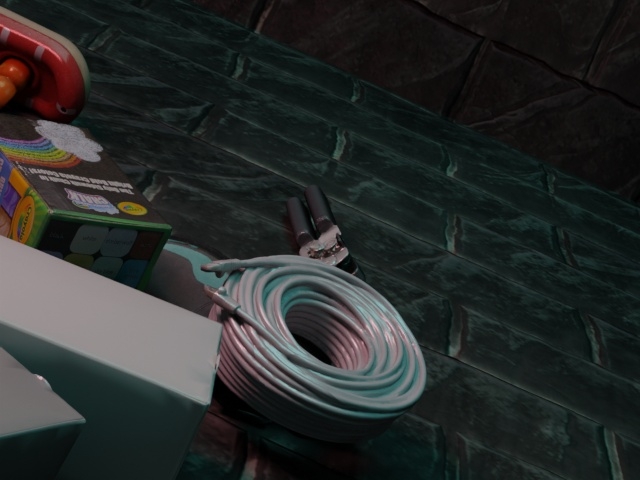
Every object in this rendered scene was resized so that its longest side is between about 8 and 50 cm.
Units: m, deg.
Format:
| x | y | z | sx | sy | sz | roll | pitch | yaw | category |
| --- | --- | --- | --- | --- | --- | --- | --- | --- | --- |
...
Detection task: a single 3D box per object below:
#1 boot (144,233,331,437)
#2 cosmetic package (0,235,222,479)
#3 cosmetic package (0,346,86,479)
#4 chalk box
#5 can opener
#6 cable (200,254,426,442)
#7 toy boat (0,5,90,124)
| x | y | z | sx | sy | sz | roll | pitch | yaw | category |
| --- | --- | --- | --- | --- | --- | --- | --- | --- | --- |
| -0.125 | 0.110 | 1.909 | 0.338 | 0.118 | 0.222 | 15 | 27 | -11 | boot |
| -0.294 | 0.113 | 1.594 | 0.366 | 0.155 | 0.197 | 24 | 19 | -6 | cosmetic package |
| -0.331 | 0.170 | 1.375 | 0.127 | 0.107 | 0.238 | 37 | 15 | 25 | cosmetic package |
| -0.307 | 0.006 | 1.831 | 0.180 | 0.179 | 0.289 | 8 | 30 | -44 | chalk box |
| 0.000 | 0.000 | 2.471 | 0.093 | 0.074 | 0.280 | 55 | 6 | -27 | can opener |
| -0.006 | 0.124 | 1.827 | 0.257 | 0.089 | 0.257 | -9 | 51 | -49 | cable |
| -0.476 | -0.252 | 2.465 | 0.231 | 0.151 | 0.151 | 25 | 48 | 4 | toy boat |
